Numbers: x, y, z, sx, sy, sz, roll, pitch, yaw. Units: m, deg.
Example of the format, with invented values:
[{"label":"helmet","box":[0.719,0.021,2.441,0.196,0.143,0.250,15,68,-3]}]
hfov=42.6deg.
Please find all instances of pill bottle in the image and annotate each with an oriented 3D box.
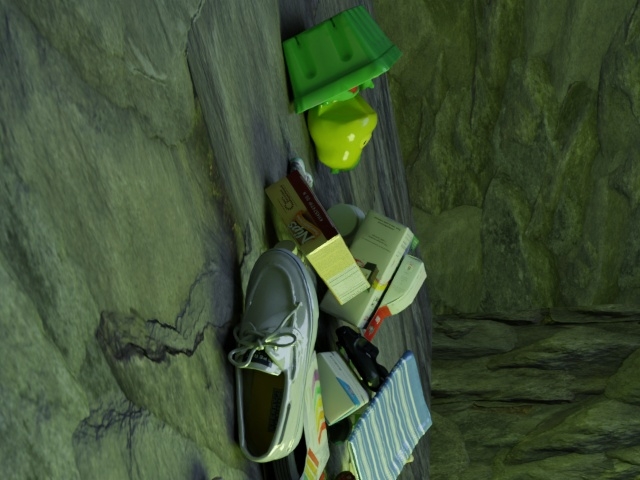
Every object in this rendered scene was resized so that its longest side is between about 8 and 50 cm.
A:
[{"label":"pill bottle","box":[-0.060,0.056,1.686,0.065,0.065,0.116,-81,160,-46]},{"label":"pill bottle","box":[0.074,-0.030,2.173,0.208,0.117,0.118,41,46,-71]}]

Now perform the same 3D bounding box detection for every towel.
[{"label":"towel","box":[0.169,0.446,1.930,0.336,0.040,0.243,-47,131,-46]}]

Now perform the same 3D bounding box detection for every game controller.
[{"label":"game controller","box":[0.111,0.302,2.018,0.319,0.067,0.167,47,20,-70]}]

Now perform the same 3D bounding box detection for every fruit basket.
[{"label":"fruit basket","box":[0.070,-0.365,2.031,0.392,0.282,0.392,55,22,-35]}]

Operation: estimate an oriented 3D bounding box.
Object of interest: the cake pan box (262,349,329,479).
[{"label":"cake pan box","box":[-0.053,0.371,1.602,0.267,0.070,0.246,-40,123,-73]}]

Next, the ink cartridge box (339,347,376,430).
[{"label":"ink cartridge box","box":[0.113,0.402,2.229,0.189,0.097,0.255,58,31,-62]}]

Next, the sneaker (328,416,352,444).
[{"label":"sneaker","box":[0.032,0.413,1.982,0.076,0.065,0.167,43,30,-35]}]

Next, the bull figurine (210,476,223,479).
[{"label":"bull figurine","box":[-0.126,0.504,1.177,0.188,0.101,0.311,-4,87,-73]}]

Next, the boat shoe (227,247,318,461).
[{"label":"boat shoe","box":[-0.095,0.193,1.389,0.156,0.135,0.367,14,81,-73]}]

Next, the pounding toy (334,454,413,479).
[{"label":"pounding toy","box":[0.095,0.592,2.009,0.110,0.183,0.237,48,46,-5]}]

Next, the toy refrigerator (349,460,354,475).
[{"label":"toy refrigerator","box":[0.143,0.718,2.264,0.102,0.094,0.270,-30,114,-68]}]

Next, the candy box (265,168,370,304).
[{"label":"candy box","box":[0.000,0.000,1.759,0.183,0.087,0.316,58,1,26]}]

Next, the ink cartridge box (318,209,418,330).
[{"label":"ink cartridge box","box":[0.127,0.083,2.093,0.278,0.117,0.201,-62,163,-2]}]

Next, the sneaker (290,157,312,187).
[{"label":"sneaker","box":[-0.048,-0.134,1.876,0.098,0.038,0.069,57,31,-45]}]

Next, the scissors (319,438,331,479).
[{"label":"scissors","box":[0.001,0.529,1.887,0.297,0.021,0.109,-14,96,-78]}]

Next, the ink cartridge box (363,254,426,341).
[{"label":"ink cartridge box","box":[0.197,0.162,2.124,0.232,0.066,0.189,-65,166,-8]}]

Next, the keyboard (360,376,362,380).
[{"label":"keyboard","box":[0.144,0.484,2.512,0.072,0.014,0.256,-60,143,-68]}]

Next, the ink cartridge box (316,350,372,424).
[{"label":"ink cartridge box","box":[0.031,0.323,1.824,0.140,0.082,0.190,54,6,13]}]
